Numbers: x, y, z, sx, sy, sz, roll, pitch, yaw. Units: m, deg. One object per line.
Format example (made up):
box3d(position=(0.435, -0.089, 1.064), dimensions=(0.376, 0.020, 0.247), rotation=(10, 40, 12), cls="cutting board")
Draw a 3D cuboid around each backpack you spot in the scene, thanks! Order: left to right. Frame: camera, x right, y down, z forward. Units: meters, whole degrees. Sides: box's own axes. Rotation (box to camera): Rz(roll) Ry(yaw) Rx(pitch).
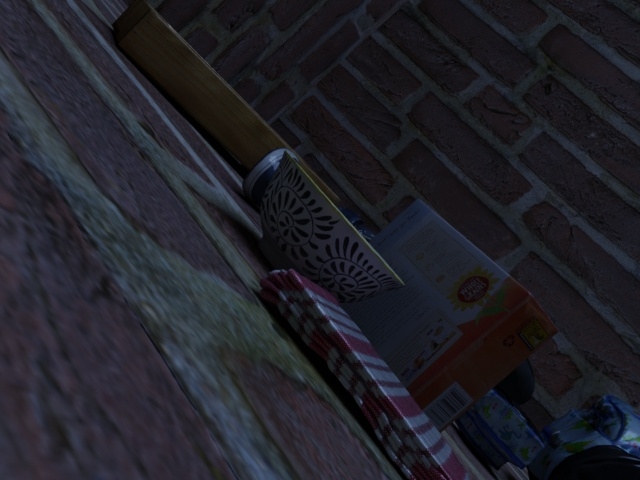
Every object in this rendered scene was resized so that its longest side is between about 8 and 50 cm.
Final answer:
box3d(position=(0.237, 0.252, 0.956), dimensions=(0.105, 0.084, 0.114), rotation=(48, -2, -6), cls="backpack")
box3d(position=(0.430, 0.369, 1.038), dimensions=(0.290, 0.273, 0.355), rotation=(43, -9, 8), cls="backpack")

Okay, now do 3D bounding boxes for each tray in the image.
box3d(position=(-0.151, -0.203, 1.156), dimensions=(0.411, 0.076, 0.203), rotation=(44, 4, -29), cls="tray")

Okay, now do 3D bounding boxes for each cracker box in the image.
box3d(position=(0.106, 0.068, 0.735), dimensions=(0.067, 0.156, 0.232), rotation=(47, 4, -31), cls="cracker box")

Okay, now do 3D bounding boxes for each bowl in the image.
box3d(position=(-0.005, 0.004, 0.675), dimensions=(0.170, 0.080, 0.170), rotation=(48, 2, -3), cls="bowl")

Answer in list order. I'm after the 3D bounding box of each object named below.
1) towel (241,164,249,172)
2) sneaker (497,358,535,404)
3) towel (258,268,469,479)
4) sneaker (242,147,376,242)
box3d(position=(-0.080, -0.085, 1.328), dimensions=(0.152, 0.023, 0.113), rotation=(49, 2, 8), cls="towel")
box3d(position=(0.239, 0.177, 1.190), dimensions=(0.330, 0.122, 0.146), rotation=(48, 24, -13), cls="sneaker")
box3d(position=(0.038, 0.107, 0.519), dimensions=(0.197, 0.029, 0.144), rotation=(52, 4, 18), cls="towel")
box3d(position=(-0.005, -0.029, 0.948), dimensions=(0.163, 0.086, 0.226), rotation=(42, 1, 18), cls="sneaker")
